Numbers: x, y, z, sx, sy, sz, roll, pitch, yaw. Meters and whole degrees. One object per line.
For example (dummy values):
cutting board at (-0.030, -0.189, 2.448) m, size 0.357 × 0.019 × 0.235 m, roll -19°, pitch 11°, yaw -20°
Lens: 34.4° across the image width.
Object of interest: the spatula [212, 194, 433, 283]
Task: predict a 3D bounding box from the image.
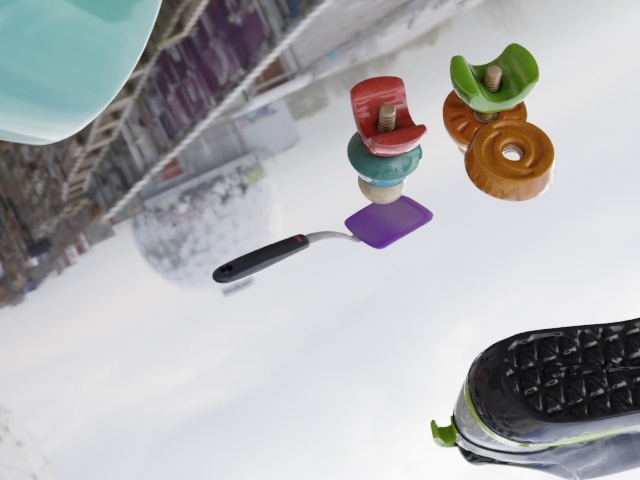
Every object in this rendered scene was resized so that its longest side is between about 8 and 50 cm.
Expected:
spatula at (0.000, 0.000, 1.241) m, size 0.296 × 0.030 × 0.084 m, roll -17°, pitch -143°, yaw -31°

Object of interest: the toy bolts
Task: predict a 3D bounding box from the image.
toy bolts at (0.148, -0.094, 1.201) m, size 0.228 × 0.218 × 0.158 m, roll -10°, pitch 147°, yaw -7°

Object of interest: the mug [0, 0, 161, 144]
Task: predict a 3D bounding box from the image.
mug at (-0.125, -0.116, 0.371) m, size 0.097 × 0.129 × 0.158 m, roll 11°, pitch 127°, yaw -49°

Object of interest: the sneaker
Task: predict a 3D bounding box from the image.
sneaker at (0.178, 0.097, 0.620) m, size 0.234 × 0.084 × 0.097 m, roll 4°, pitch 142°, yaw -16°
